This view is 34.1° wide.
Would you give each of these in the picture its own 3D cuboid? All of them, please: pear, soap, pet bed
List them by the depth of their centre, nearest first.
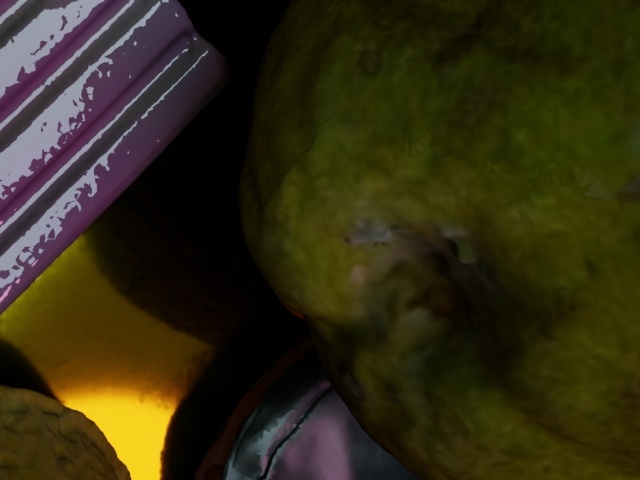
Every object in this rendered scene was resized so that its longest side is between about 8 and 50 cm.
[{"bbox_3d":[-0.149,-0.049,0.458,0.203,0.065,0.122,-48,120,-15],"label":"soap"},{"bbox_3d":[0.164,-0.038,0.490,0.413,0.352,0.352,-24,111,-39],"label":"pear"},{"bbox_3d":[0.026,0.136,0.603,0.201,0.053,0.201,-6,102,-28],"label":"pet bed"}]

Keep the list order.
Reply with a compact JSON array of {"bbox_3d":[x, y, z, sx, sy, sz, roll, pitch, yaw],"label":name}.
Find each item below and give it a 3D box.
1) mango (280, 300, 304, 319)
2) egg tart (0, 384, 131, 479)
[{"bbox_3d":[0.000,0.000,0.566,0.060,0.046,0.089,-9,100,-29],"label":"mango"},{"bbox_3d":[-0.148,0.174,0.424,0.202,0.147,0.203,-17,127,-25],"label":"egg tart"}]
